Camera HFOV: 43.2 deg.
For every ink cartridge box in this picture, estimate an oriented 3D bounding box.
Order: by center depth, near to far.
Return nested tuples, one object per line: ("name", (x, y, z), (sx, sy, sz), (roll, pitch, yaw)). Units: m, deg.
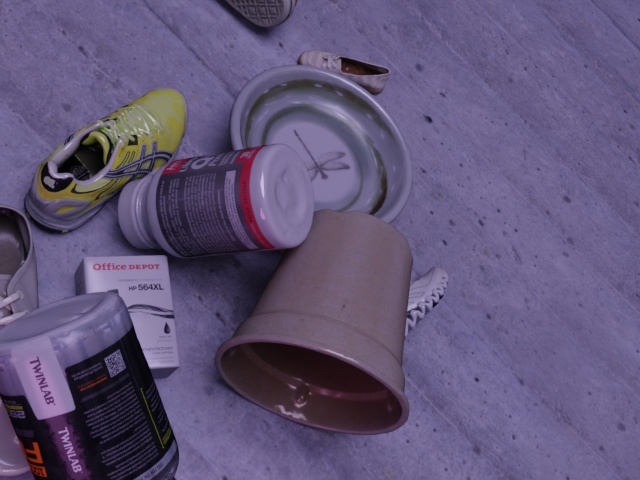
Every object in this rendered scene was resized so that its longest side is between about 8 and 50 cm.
("ink cartridge box", (-0.331, 0.132, 1.377), (0.148, 0.086, 0.203), (-1, 68, -27))

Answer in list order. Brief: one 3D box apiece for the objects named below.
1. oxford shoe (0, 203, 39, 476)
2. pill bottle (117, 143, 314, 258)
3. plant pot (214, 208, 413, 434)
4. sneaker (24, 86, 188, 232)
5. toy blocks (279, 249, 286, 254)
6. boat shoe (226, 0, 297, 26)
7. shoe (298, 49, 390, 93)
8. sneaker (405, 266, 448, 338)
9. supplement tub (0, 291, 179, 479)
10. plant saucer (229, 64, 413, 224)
("oxford shoe", (-0.506, 0.138, 1.262), (0.169, 0.130, 0.449), (-1, 69, -31))
("pill bottle", (-0.186, -0.060, 1.397), (0.176, 0.318, 0.176), (21, 67, -60))
("plant pot", (0.025, 0.126, 1.409), (0.333, 0.334, 0.305), (28, 57, -13))
("sneaker", (-0.362, -0.164, 1.467), (0.145, 0.147, 0.385), (40, 54, -3))
("toy blocks", (0.000, 0.000, 1.627), (0.123, 0.054, 0.148), (46, 55, -1))
("boat shoe", (-0.233, -0.678, 1.764), (0.500, 0.187, 0.156), (42, 47, -6))
("shoe", (0.057, -0.395, 1.842), (0.219, 0.058, 0.077), (11, 62, -22))
("sneaker", (0.152, 0.132, 1.617), (0.118, 0.110, 0.292), (43, 54, 8))
("supplement tub", (-0.335, 0.263, 1.187), (0.207, 0.207, 0.338), (-26, 106, -34))
("plant saucer", (-0.007, -0.169, 1.642), (0.400, 0.100, 0.401), (13, 58, -22))
